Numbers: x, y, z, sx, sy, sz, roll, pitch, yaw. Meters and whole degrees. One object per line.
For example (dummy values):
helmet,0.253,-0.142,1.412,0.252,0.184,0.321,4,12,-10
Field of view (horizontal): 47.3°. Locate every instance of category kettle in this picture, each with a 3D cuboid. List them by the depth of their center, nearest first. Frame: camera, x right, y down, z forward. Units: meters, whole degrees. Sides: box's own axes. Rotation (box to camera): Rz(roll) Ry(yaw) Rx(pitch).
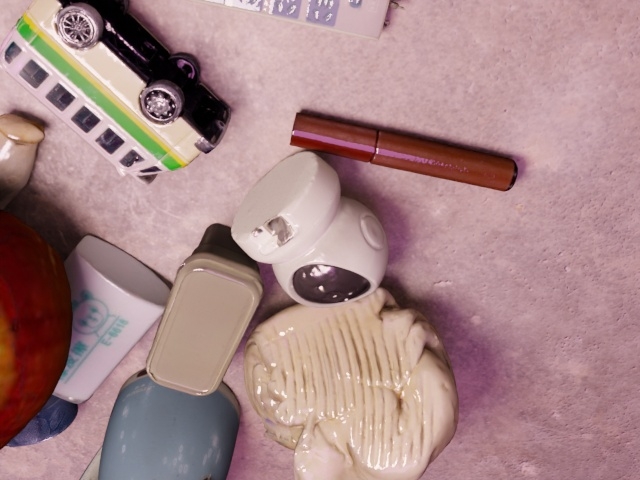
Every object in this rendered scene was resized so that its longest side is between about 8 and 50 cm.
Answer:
kettle,-0.322,0.441,1.341,0.320,0.342,0.247,-22,119,16

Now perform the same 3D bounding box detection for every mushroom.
mushroom,-0.566,-0.076,1.183,0.351,0.097,0.109,-37,127,18

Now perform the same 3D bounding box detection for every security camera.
security camera,0.000,0.000,1.156,0.195,0.194,0.236,-34,120,20

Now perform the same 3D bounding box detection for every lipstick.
lipstick,0.131,-0.136,1.138,0.357,0.057,0.057,11,121,-5

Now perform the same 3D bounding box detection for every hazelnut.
hazelnut,-0.555,0.154,1.064,0.402,0.402,0.429,37,87,-19

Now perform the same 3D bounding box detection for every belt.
belt,-0.564,0.323,1.394,0.190,0.141,0.082,-7,119,7

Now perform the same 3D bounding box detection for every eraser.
eraser,-0.420,0.147,1.306,0.189,0.104,0.290,39,115,-10

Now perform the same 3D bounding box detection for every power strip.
power strip,-0.061,-0.364,1.015,0.368,0.043,0.106,11,122,-4

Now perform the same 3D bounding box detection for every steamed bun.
steamed bun,0.058,0.269,1.259,0.352,0.339,0.247,-18,155,1

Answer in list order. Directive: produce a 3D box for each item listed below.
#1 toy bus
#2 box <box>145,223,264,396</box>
toy bus,-0.294,-0.222,1.053,0.179,0.143,0.305,-37,114,24
box,-0.190,0.103,1.224,0.138,0.178,0.274,21,119,-11
